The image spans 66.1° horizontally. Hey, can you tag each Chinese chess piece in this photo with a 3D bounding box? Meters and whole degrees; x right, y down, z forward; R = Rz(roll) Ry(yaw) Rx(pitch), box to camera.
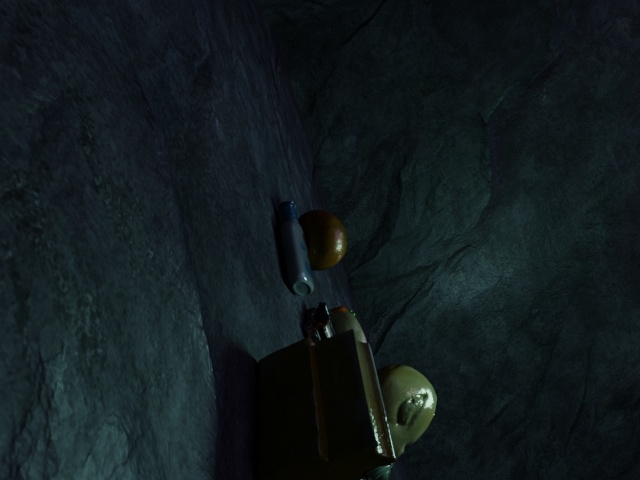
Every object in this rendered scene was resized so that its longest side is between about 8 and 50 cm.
[{"bbox_3d":[0.097,0.401,1.850,0.270,0.112,0.270,163,-90,-78],"label":"Chinese chess piece"}]

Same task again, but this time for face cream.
[{"bbox_3d":[-0.091,0.017,1.699,0.163,0.080,0.337,67,10,-60],"label":"face cream"}]

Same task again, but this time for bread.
[{"bbox_3d":[0.243,0.618,1.808,0.253,0.348,0.376,40,-18,5],"label":"bread"}]

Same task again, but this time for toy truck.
[{"bbox_3d":[-0.002,0.290,1.711,0.192,0.092,0.083,-80,154,-72],"label":"toy truck"}]

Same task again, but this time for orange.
[{"bbox_3d":[0.000,0.000,1.834,0.240,0.171,0.240,5,-84,55],"label":"orange"}]

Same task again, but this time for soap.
[{"bbox_3d":[-0.001,0.346,1.005,0.281,0.259,0.143,-101,165,-53],"label":"soap"}]

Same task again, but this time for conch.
[{"bbox_3d":[0.237,0.877,2.009,0.172,0.131,0.200,53,25,-59],"label":"conch"}]

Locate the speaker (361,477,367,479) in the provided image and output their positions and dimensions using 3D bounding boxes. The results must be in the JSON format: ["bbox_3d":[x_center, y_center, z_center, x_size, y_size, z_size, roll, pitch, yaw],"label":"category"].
[{"bbox_3d":[0.083,0.631,1.317,0.330,0.198,0.259,65,21,1],"label":"speaker"}]

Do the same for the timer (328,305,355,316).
[{"bbox_3d":[0.100,0.353,2.213,0.136,0.136,0.099,65,17,-49],"label":"timer"}]
